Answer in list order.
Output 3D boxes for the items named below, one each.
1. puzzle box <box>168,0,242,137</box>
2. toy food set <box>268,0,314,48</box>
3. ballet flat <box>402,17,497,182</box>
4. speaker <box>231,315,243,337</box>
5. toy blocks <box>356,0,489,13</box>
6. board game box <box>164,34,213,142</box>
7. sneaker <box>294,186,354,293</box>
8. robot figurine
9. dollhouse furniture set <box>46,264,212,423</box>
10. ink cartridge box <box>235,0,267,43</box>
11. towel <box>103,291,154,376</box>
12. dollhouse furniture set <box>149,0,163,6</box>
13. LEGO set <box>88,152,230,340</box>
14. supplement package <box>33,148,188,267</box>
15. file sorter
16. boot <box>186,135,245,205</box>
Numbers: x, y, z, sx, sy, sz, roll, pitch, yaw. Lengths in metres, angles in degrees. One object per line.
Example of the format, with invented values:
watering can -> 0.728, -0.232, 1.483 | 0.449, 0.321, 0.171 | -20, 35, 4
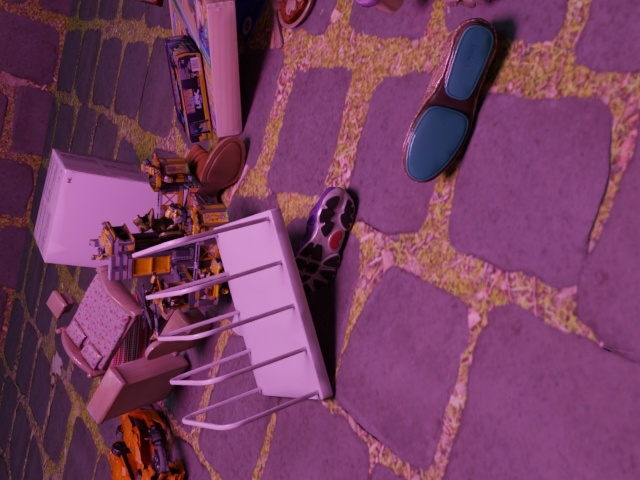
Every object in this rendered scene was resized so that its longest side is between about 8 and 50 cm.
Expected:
puzzle box -> -0.234, -0.422, 1.559 | 0.409, 0.052, 0.272 | -118, 21, -44
toy food set -> -0.049, -0.429, 1.379 | 0.192, 0.038, 0.132 | -42, 49, 46
ballet flat -> 0.156, -0.169, 0.978 | 0.067, 0.073, 0.206 | -87, 21, -70
speaker -> -0.099, 0.091, 1.312 | 0.055, 0.055, 0.136 | 50, 124, 51
toy blocks -> 0.079, -0.444, 0.929 | 0.288, 0.260, 0.309 | -10, 74, 44
board game box -> -0.254, -0.292, 1.546 | 0.141, 0.048, 0.170 | -128, 29, -56
sneaker -> 0.000, 0.000, 1.188 | 0.170, 0.068, 0.071 | -64, 19, 11
robot figurine -> -0.345, 0.439, 1.589 | 0.291, 0.085, 0.211 | 37, 114, 56
dollhouse furniture set -> -0.434, 0.156, 1.570 | 0.355, 0.174, 0.303 | 46, 119, 21
ink cartridge box -> -0.186, -0.561, 1.617 | 0.176, 0.069, 0.371 | -61, 39, 30
towel -> -0.451, 0.220, 1.866 | 0.275, 0.031, 0.199 | -13, 72, 56
dollhouse furniture set -> -0.321, -0.698, 1.714 | 0.201, 0.152, 0.374 | -79, 0, -82
LEGO set -> -0.306, -0.008, 1.448 | 0.331, 0.192, 0.255 | 53, 139, 46
supplement package -> -0.444, -0.057, 1.705 | 0.145, 0.262, 0.204 | 41, 118, 55
file sorter -> -0.136, 0.119, 1.170 | 0.193, 0.173, 0.278 | -13, 93, 58
boot -> -0.214, -0.146, 1.544 | 0.197, 0.073, 0.152 | -60, 34, 27
